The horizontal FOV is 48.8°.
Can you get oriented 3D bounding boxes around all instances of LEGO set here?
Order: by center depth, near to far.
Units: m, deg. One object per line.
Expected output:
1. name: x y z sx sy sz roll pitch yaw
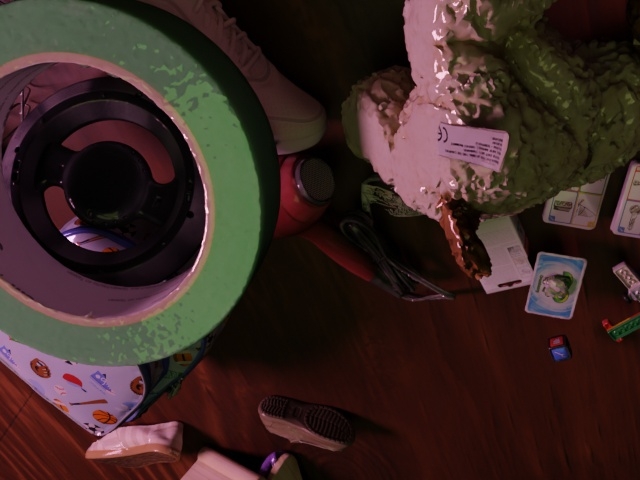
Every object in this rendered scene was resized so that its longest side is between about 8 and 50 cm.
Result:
1. LEGO set: 0.312 0.027 0.727 0.182 0.060 0.244 9 120 11

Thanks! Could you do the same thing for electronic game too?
1. electronic game: -0.218 -0.057 0.728 0.229 0.229 0.048 17 175 4

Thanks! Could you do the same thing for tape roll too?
1. tape roll: -0.198 -0.047 0.621 0.321 0.077 0.321 3 111 8

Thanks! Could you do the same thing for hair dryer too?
1. hair dryer: 0.000 0.000 0.765 0.293 0.080 0.224 12 140 18

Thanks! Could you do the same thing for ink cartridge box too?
1. ink cartridge box: 0.184 0.002 0.747 0.063 0.029 0.115 -16 123 29

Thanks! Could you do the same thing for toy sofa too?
1. toy sofa: -0.092 0.501 1.200 0.150 0.177 0.362 11 137 43

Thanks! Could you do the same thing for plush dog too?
1. plush dog: 0.168 -0.094 0.548 0.225 0.211 0.262 -14 162 -20

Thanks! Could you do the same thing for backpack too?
1. backpack: -0.243 0.080 0.844 0.276 0.213 0.263 40 119 -13

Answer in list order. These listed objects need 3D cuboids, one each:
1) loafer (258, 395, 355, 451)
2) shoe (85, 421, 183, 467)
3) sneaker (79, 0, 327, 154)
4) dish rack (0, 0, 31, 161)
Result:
1. loafer: -0.019 0.268 1.023 0.148 0.056 0.050 18 134 16
2. shoe: -0.310 0.343 1.183 0.219 0.058 0.076 -15 143 33
3. sneaker: -0.117 -0.179 0.648 0.292 0.110 0.118 28 123 -7
4. dish rack: -0.402 -0.162 0.753 0.208 0.074 0.271 12 129 -9
